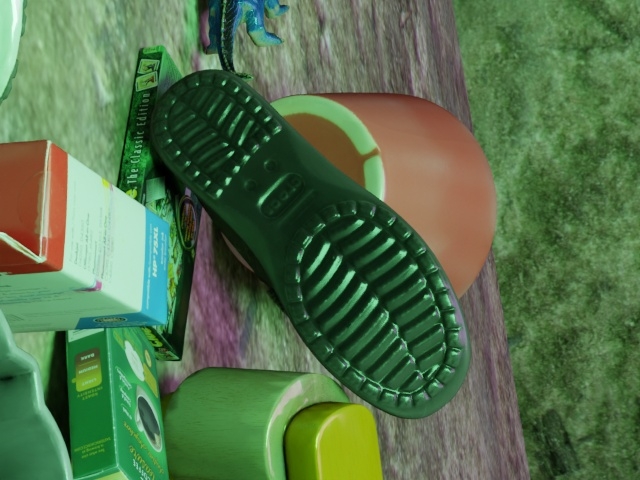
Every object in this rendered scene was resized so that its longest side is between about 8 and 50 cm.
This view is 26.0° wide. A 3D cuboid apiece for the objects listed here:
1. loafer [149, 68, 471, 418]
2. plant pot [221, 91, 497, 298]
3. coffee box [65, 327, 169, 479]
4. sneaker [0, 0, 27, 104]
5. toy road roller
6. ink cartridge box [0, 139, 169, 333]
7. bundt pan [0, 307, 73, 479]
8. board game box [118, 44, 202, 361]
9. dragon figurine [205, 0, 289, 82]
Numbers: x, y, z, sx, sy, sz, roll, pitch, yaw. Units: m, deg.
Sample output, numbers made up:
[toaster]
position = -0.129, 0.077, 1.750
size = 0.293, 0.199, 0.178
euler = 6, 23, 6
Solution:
[loafer]
position = 0.000, 0.000, 1.236
size = 0.366, 0.134, 0.130
euler = 52, -2, 11
[plant pot]
position = 0.026, -0.043, 1.498
size = 0.243, 0.275, 0.275
euler = 11, 75, -63
[coffee box]
position = -0.158, 0.130, 1.073
size = 0.113, 0.040, 0.184
euler = 65, 9, -50
[sneaker]
position = -0.273, -0.206, 0.688
size = 0.182, 0.158, 0.410
euler = -20, 111, -42
[toy road roller]
position = 0.004, 0.260, 1.254
size = 0.241, 0.202, 0.329
euler = -18, 103, -47
[ink cartridge box]
position = -0.200, -0.002, 0.874
size = 0.231, 0.134, 0.078
euler = 44, 45, -68
[bundt pan]
position = -0.243, 0.168, 0.672
size = 0.331, 0.124, 0.330
euler = -10, 90, -74
[board game box]
position = -0.145, -0.034, 1.269
size = 0.136, 0.030, 0.259
euler = 58, 31, -54
[dragon figurine]
position = -0.090, -0.272, 1.425
size = 0.289, 0.085, 0.144
euler = -73, 153, -54
